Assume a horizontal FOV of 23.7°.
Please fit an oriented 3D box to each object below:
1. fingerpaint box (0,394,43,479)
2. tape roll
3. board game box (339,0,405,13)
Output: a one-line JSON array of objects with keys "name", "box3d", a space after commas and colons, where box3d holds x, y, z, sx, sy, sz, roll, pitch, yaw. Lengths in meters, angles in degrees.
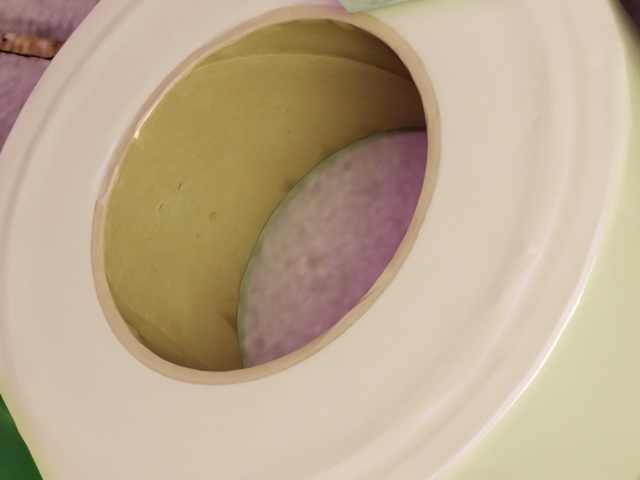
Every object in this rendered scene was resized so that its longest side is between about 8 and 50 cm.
[{"name": "fingerpaint box", "box3d": [-0.349, 0.134, 0.647, 0.445, 0.163, 0.371, -53, 47, 18]}, {"name": "tape roll", "box3d": [0.000, 0.000, 0.578, 0.286, 0.100, 0.286, -15, 59, 28]}, {"name": "board game box", "box3d": [0.050, -0.128, 0.530, 0.090, 0.020, 0.090, -7, 60, 32]}]
